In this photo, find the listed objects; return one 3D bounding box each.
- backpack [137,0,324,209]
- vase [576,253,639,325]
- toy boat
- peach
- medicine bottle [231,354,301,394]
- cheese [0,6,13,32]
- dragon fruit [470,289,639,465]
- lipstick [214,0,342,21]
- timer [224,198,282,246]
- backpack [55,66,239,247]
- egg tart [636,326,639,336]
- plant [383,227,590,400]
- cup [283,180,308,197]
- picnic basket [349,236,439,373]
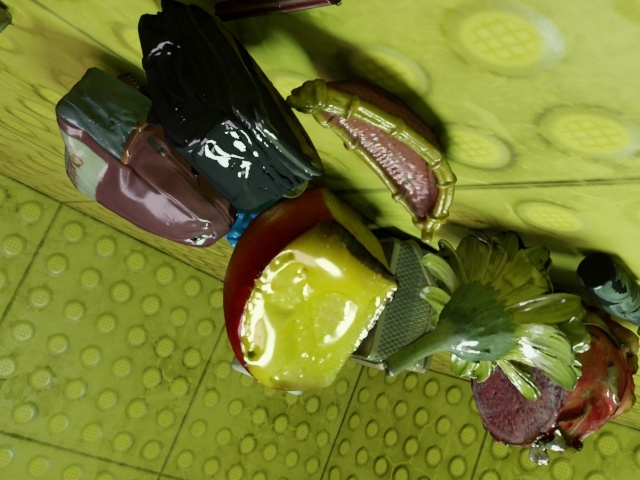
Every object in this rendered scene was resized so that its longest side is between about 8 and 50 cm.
[{"bbox_3d":[-0.115,-0.157,0.676,0.206,0.133,0.258,42,-159,-59],"label":"backpack"},{"bbox_3d":[0.469,0.088,0.982,0.059,0.060,0.211,8,160,48],"label":"vase"},{"bbox_3d":[0.079,-0.109,0.758,0.141,0.099,0.318,10,160,43],"label":"toy boat"},{"bbox_3d":[-0.033,0.069,1.141,0.306,0.380,0.242,10,-144,-31],"label":"peach"},{"bbox_3d":[-0.077,0.208,1.691,0.211,0.372,0.211,22,166,6],"label":"medicine bottle"},{"bbox_3d":[-0.565,-0.343,0.890,0.175,0.091,0.202,9,162,40],"label":"cheese"},{"bbox_3d":[0.454,0.226,1.138,0.262,0.315,0.296,8,175,-19],"label":"dragon fruit"},{"bbox_3d":[-0.049,-0.235,0.615,0.176,0.027,0.027,12,164,44],"label":"lipstick"},{"bbox_3d":[-0.058,0.021,1.443,0.309,0.115,0.340,39,159,-33],"label":"timer"},{"bbox_3d":[-0.273,-0.120,1.050,0.317,0.197,0.283,35,163,-6],"label":"backpack"},{"bbox_3d":[0.687,0.224,1.015,0.341,0.132,0.341,23,167,6],"label":"egg tart"},{"bbox_3d":[0.241,0.103,0.979,0.296,0.261,0.306,14,167,-20],"label":"plant"},{"bbox_3d":[-0.086,-0.101,1.052,0.099,0.102,0.074,10,144,49],"label":"cup"},{"bbox_3d":[0.140,0.127,1.257,0.139,0.267,0.165,18,168,-25],"label":"picnic basket"}]
